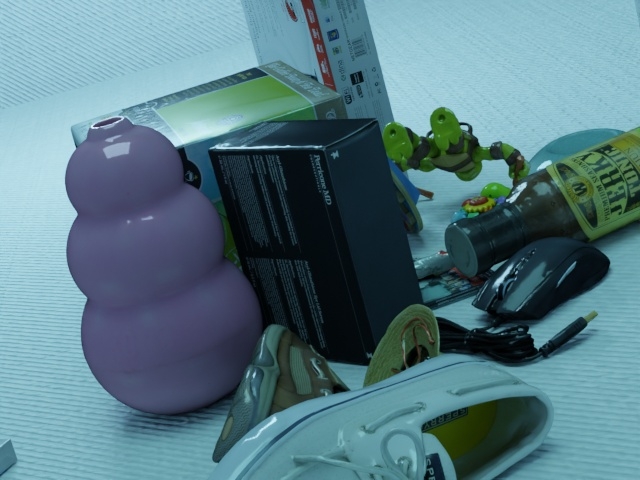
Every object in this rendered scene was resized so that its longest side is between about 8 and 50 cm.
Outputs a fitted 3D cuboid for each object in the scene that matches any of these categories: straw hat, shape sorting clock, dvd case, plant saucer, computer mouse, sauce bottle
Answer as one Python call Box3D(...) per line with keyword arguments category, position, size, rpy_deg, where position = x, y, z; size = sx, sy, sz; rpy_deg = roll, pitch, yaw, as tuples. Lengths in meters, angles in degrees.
Box3D(category="straw hat", position=(0.104, 0.141, 1.470), size=(0.061, 0.144, 0.144), rpy_deg=(20, 3, -26))
Box3D(category="shape sorting clock", position=(0.068, -0.091, 1.990), size=(0.040, 0.206, 0.206), rpy_deg=(-43, 23, -7))
Box3D(category="dvd case", position=(0.150, 0.056, 1.784), size=(0.119, 0.013, 0.087), rpy_deg=(-18, 18, -12))
Box3D(category="plant saucer", position=(0.376, -0.124, 2.096), size=(0.195, 0.037, 0.195), rpy_deg=(-14, 17, 5))
Box3D(category="computer mouse", position=(0.249, 0.053, 1.637), size=(0.262, 0.060, 0.184), rpy_deg=(-27, 21, -31))
Box3D(category="sauce bottle", position=(0.313, -0.047, 1.808), size=(0.344, 0.111, 0.111), rpy_deg=(-25, 20, -22))

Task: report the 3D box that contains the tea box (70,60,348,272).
Box3D(category="tea box", position=(-0.133, -0.074, 1.946), size=(0.324, 0.220, 0.329), rpy_deg=(-19, 19, -9))

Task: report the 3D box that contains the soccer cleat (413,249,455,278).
Box3D(category="soccer cleat", position=(0.130, 0.033, 1.805), size=(0.083, 0.029, 0.035), rpy_deg=(-7, 28, 33))

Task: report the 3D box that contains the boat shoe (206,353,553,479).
Box3D(category="boat shoe", position=(0.069, 0.204, 1.258), size=(0.367, 0.135, 0.156), rpy_deg=(-17, 19, -39))

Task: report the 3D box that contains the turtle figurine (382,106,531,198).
Box3D(category="turtle figurine", position=(0.189, -0.123, 2.018), size=(0.270, 0.087, 0.217), rpy_deg=(0, -12, 25))

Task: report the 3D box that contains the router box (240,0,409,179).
Box3D(category="router box", position=(0.001, -0.246, 2.283), size=(0.082, 0.335, 0.301), rpy_deg=(-22, 18, -19))

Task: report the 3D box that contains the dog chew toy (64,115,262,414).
Box3D(category="dog chew toy", position=(-0.189, 0.024, 1.641), size=(0.207, 0.331, 0.206), rpy_deg=(-14, 18, 5))

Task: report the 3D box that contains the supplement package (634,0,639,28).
Box3D(category="supplement package", position=(0.589, -0.321, 2.141), size=(0.204, 0.262, 0.145), rpy_deg=(-21, 19, -16))

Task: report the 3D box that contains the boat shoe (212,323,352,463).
Box3D(category="boat shoe", position=(-0.027, 0.170, 1.467), size=(0.116, 0.123, 0.324), rpy_deg=(20, 12, 0))

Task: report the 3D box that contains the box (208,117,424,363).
Box3D(category="box", position=(0.000, 0.000, 1.671), size=(0.184, 0.261, 0.103), rpy_deg=(4, 27, 45))

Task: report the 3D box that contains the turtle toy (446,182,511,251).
Box3D(category="turtle toy", position=(0.215, -0.029, 1.897), size=(0.095, 0.066, 0.130), rpy_deg=(-5, 21, 28))

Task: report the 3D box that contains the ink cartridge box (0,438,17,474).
Box3D(category="ink cartridge box", position=(-0.386, 0.244, 1.635), size=(0.083, 0.028, 0.048), rpy_deg=(-6, 20, 28))
